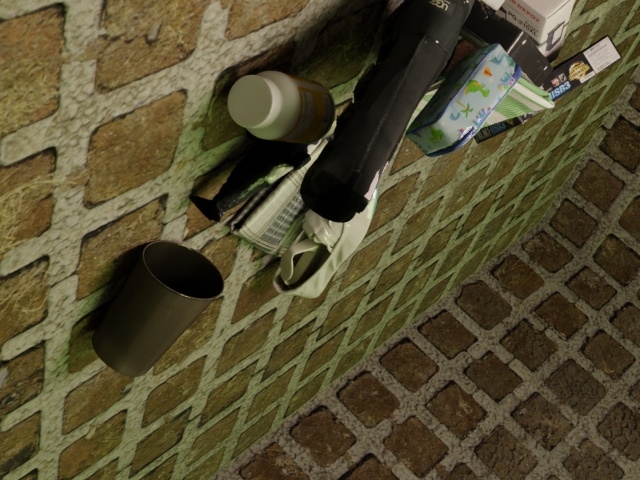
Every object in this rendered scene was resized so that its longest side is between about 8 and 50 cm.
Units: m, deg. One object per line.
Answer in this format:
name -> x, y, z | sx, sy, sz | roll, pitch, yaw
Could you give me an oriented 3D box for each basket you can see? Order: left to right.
basket -> -0.315, 0.134, 1.812 | 0.227, 0.154, 0.204 | -51, 163, 21

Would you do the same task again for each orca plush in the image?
orca plush -> -0.123, -0.159, 1.788 | 0.287, 0.102, 0.151 | -33, -156, -10

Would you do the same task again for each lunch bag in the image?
lunch bag -> 0.263, -0.258, 1.795 | 0.219, 0.090, 0.176 | -52, -167, -17

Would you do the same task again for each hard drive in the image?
hard drive -> 0.339, -0.423, 1.965 | 0.064, 0.237, 0.339 | -54, 161, 12

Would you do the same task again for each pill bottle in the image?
pill bottle -> -0.068, -0.229, 1.660 | 0.118, 0.117, 0.208 | -54, 161, 18

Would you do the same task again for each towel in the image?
towel -> -0.031, -0.103, 2.087 | 0.324, 0.056, 0.312 | -48, 161, 1
towel -> 0.299, -0.286, 2.059 | 0.247, 0.038, 0.324 | 17, 157, -39

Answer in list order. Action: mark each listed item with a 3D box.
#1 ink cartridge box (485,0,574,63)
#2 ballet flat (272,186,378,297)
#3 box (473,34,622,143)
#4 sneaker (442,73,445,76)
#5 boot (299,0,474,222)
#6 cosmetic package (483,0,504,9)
ink cartridge box -> 0.461, -0.504, 2.167 | 0.100, 0.172, 0.237 | -41, 160, -14
ballet flat -> 0.000, 0.000, 2.156 | 0.139, 0.139, 0.400 | -28, 157, -44
box -> 0.517, -0.347, 2.269 | 0.293, 0.073, 0.295 | -31, -178, -10
sneaker -> 0.324, -0.331, 2.350 | 0.226, 0.086, 0.163 | -21, 151, -50
boot -> 0.111, -0.223, 1.743 | 0.367, 0.146, 0.445 | 101, 13, -73
cosmetic package -> 0.354, -0.627, 1.729 | 0.385, 0.156, 0.217 | -51, 161, 14
